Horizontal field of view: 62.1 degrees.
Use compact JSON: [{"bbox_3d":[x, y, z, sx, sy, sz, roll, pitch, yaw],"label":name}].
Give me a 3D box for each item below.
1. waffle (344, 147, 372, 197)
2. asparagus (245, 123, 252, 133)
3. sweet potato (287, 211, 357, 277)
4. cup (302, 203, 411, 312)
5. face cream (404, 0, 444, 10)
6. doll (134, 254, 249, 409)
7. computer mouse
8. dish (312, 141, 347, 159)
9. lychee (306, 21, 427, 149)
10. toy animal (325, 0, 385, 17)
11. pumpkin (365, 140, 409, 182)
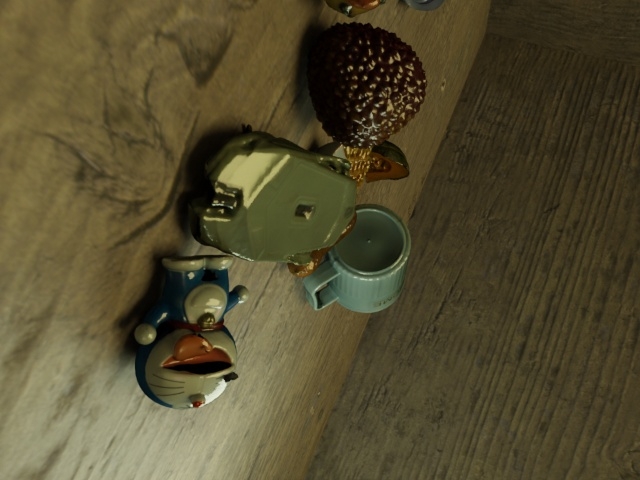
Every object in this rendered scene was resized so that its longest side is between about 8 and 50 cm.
[{"bbox_3d":[0.081,-0.198,1.549,0.300,0.058,0.281,-50,155,-46],"label":"waffle"},{"bbox_3d":[-0.122,-0.168,1.002,0.016,0.016,0.162,-38,155,-12],"label":"asparagus"},{"bbox_3d":[-0.001,-0.001,1.431,0.292,0.097,0.097,-46,152,-39],"label":"sweet potato"},{"bbox_3d":[0.109,0.060,1.636,0.311,0.332,0.256,85,0,-66],"label":"cup"},{"bbox_3d":[0.339,-0.823,1.578,0.234,0.137,0.420,90,18,-48],"label":"face cream"},{"bbox_3d":[-0.201,0.144,0.859,0.215,0.161,0.256,-1,100,-43],"label":"doll"},{"bbox_3d":[-0.086,-0.082,0.995,0.429,0.146,0.228,3,114,-58],"label":"computer mouse"},{"bbox_3d":[-0.005,-0.136,1.307,0.151,0.077,0.212,64,48,-70],"label":"dish"},{"bbox_3d":[0.083,-0.332,1.111,0.271,0.272,0.271,20,90,-74],"label":"lychee"},{"bbox_3d":[0.055,-0.514,0.929,0.281,0.196,0.169,81,-7,-52],"label":"toy animal"},{"bbox_3d":[0.235,-0.266,1.780,0.111,0.163,0.278,-66,164,-12],"label":"pumpkin"}]
